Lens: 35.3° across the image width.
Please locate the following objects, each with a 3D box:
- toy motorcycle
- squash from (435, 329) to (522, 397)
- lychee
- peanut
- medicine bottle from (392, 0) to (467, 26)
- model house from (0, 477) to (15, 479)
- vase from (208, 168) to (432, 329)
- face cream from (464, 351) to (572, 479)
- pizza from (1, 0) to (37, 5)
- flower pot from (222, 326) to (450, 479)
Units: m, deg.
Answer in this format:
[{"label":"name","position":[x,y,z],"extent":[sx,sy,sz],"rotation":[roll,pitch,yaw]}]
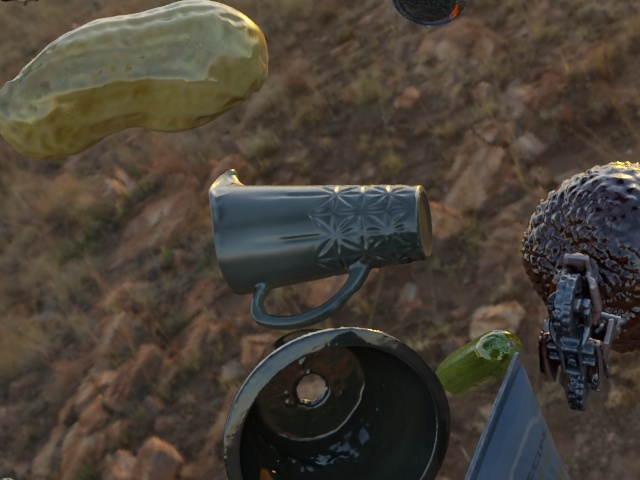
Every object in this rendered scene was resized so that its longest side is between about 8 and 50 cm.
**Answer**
[{"label":"toy motorcycle","position":[0.278,0.090,1.079],"extent":[0.084,0.212,0.118],"rotation":[8,55,26]},{"label":"squash","position":[0.224,0.182,1.458],"extent":[0.069,0.069,0.239],"rotation":[-46,-3,-25]},{"label":"lychee","position":[0.402,0.018,1.341],"extent":[0.260,0.261,0.261],"rotation":[-24,29,14]},{"label":"peanut","position":[-0.207,-0.175,1.104],"extent":[0.305,0.147,0.147],"rotation":[-14,25,-14]},{"label":"medicine bottle","position":[0.171,-0.422,1.377],"extent":[0.141,0.141,0.293],"rotation":[-13,43,32]},{"label":"model house","position":[-0.419,0.544,1.628],"extent":[0.248,0.281,0.230],"rotation":[5,-1,-6]},{"label":"vase","position":[0.000,0.000,1.396],"extent":[0.300,0.156,0.251],"rotation":[-6,67,17]},{"label":"face cream","position":[0.201,0.237,1.002],"extent":[0.086,0.385,0.136],"rotation":[17,71,27]},{"label":"pizza","position":[-0.308,-0.311,0.868],"extent":[0.069,0.226,0.147],"rotation":[-31,53,-6]},{"label":"flower pot","position":[0.006,0.207,1.201],"extent":[0.269,0.269,0.166],"rotation":[-33,19,-3]}]
